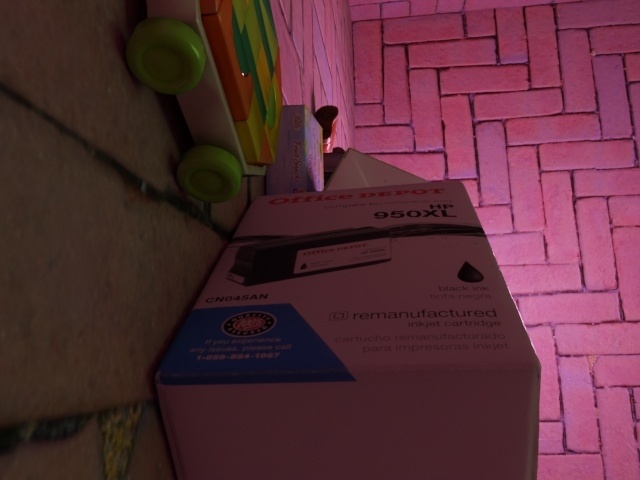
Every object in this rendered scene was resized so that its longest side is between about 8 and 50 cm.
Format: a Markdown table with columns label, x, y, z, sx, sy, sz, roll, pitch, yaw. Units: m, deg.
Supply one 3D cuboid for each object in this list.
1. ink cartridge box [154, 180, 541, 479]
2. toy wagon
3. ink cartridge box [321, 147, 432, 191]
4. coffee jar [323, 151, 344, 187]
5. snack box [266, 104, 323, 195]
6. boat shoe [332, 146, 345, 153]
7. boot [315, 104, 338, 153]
| label | x | y | z | sx | sy | sz | roll | pitch | yaw |
| --- | --- | --- | --- | --- | --- | --- | --- | --- | --- |
| ink cartridge box | 0.038 | 0.081 | 0.615 | 0.395 | 0.286 | 0.166 | -78 | 164 | -65 |
| toy wagon | -0.098 | -0.213 | 0.509 | 0.344 | 0.068 | 0.267 | 79 | 10 | -50 |
| ink cartridge box | 0.085 | 0.029 | 0.976 | 0.353 | 0.207 | 0.119 | 106 | 10 | -58 |
| coffee jar | 0.028 | -0.118 | 1.383 | 0.184 | 0.096 | 0.079 | 82 | 12 | -45 |
| snack box | -0.038 | -0.116 | 0.953 | 0.207 | 0.070 | 0.174 | -11 | 99 | -81 |
| boat shoe | 0.039 | -0.179 | 1.657 | 0.060 | 0.064 | 0.177 | 79 | 16 | -78 |
| boot | 0.013 | -0.285 | 1.510 | 0.084 | 0.059 | 0.157 | 84 | 16 | -51 |
